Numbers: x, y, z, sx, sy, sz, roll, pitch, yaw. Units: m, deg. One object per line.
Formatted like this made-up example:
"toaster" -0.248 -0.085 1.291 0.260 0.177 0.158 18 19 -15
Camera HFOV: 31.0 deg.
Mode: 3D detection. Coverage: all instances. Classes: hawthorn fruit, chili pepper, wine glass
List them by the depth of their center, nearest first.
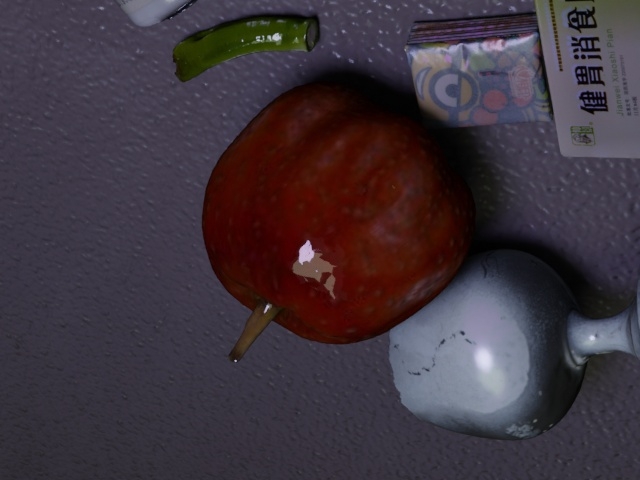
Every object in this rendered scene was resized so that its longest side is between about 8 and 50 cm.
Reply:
"hawthorn fruit" 0.000 0.000 1.268 0.287 0.330 0.287 33 162 13
"chili pepper" -0.096 -0.223 1.314 0.201 0.050 0.052 -8 88 28
"wine glass" 0.252 0.111 1.334 0.323 0.238 0.238 -9 124 30

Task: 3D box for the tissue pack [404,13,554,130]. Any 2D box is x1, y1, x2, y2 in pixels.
"tissue pack" 0.172 -0.179 1.236 0.148 0.060 0.109 -1 129 22

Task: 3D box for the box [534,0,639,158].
"box" 0.312 -0.203 1.147 0.175 0.062 0.260 4 130 30

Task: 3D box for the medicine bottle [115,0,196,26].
"medicine bottle" -0.212 -0.358 1.180 0.143 0.143 0.258 -22 118 34
